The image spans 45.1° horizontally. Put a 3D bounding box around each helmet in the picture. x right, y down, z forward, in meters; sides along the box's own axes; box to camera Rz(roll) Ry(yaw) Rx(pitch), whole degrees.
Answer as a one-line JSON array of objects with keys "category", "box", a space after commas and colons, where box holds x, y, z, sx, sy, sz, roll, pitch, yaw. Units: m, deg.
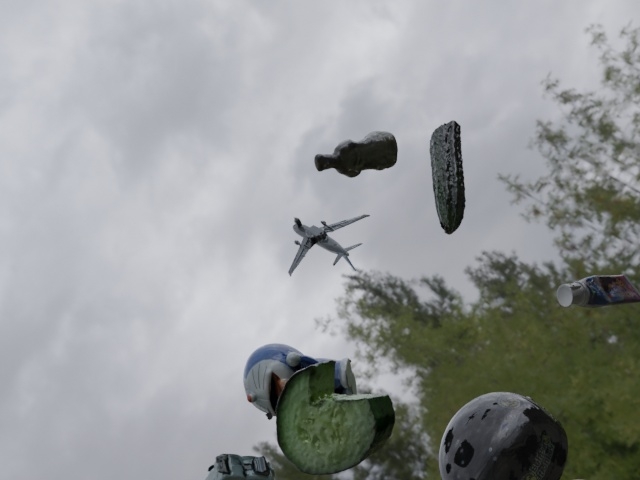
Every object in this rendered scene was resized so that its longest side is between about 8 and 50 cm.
[{"category": "helmet", "box": [0.305, 0.386, 1.399, 0.160, 0.230, 0.279, 49, -116, -16]}]

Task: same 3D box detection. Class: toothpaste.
[{"category": "toothpaste", "box": [0.728, 0.131, 1.991, 0.266, 0.096, 0.061, -3, -40, -28]}]

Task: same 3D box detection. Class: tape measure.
[{"category": "tape measure", "box": [-0.207, 0.569, 1.670, 0.164, 0.084, 0.330, 10, -48, -21]}]

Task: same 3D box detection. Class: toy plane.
[{"category": "toy plane", "box": [0.000, -0.002, 1.670, 0.226, 0.226, 0.058, -37, -47, -18]}]

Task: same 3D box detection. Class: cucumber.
[{"category": "cucumber", "box": [0.024, 0.318, 1.347, 0.130, 0.191, 0.191, -8, -52, -59]}, {"category": "cucumber", "box": [0.277, -0.138, 1.660, 0.077, 0.265, 0.077, 0, -32, 0]}]

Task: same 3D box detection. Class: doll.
[{"category": "doll", "box": [-0.046, 0.319, 1.716, 0.161, 0.257, 0.215, -73, -24, -49]}]

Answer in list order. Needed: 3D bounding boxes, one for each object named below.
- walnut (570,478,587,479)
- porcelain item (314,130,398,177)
[{"category": "walnut", "box": [0.442, 0.512, 1.337, 0.197, 0.165, 0.165, -62, -30, -23]}, {"category": "porcelain item", "box": [0.065, -0.166, 1.559, 0.215, 0.069, 0.081, -20, -67, -44]}]
